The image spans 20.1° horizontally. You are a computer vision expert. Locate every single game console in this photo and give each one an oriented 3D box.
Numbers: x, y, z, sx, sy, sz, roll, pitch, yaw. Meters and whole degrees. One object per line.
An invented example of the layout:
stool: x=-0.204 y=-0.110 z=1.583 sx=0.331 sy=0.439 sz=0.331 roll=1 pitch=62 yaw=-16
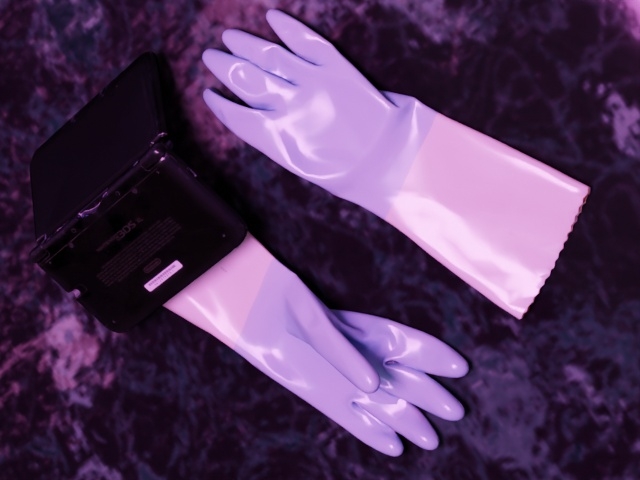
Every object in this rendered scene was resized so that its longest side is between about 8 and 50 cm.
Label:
game console: x=-0.106 y=-0.025 z=1.030 sx=0.107 sy=0.071 sz=0.122 roll=44 pitch=126 yaw=-13

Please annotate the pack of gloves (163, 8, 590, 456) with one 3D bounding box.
pack of gloves: x=0.000 y=0.000 z=0.981 sx=0.232 sy=0.046 sz=0.195 roll=32 pitch=115 yaw=16
